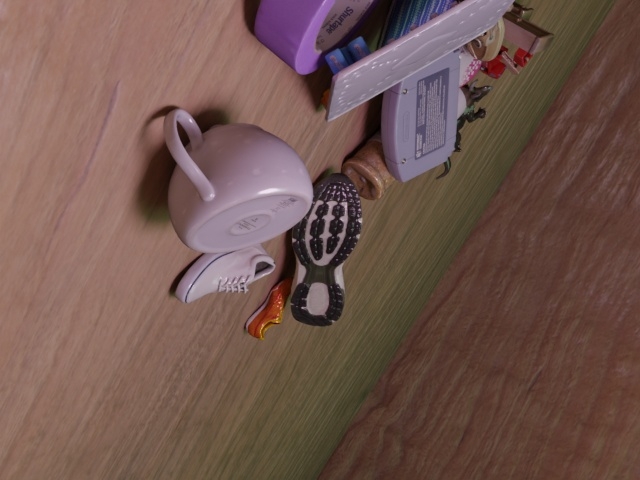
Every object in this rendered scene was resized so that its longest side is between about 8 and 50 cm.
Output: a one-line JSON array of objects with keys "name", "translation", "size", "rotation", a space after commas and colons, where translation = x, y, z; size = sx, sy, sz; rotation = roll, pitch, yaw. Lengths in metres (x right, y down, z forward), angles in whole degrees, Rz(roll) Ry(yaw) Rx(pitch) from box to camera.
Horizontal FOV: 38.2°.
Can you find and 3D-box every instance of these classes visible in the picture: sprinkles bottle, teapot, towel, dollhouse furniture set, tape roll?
[{"name": "sprinkles bottle", "translation": [0.203, -0.248, 2.210], "size": [0.355, 0.121, 0.121], "rotation": [-45, 160, -25]}, {"name": "teapot", "translation": [-0.146, -0.107, 1.498], "size": [0.252, 0.187, 0.256], "rotation": [-13, 160, -25]}, {"name": "towel", "translation": [0.238, -0.500, 1.980], "size": [0.336, 0.040, 0.243], "rotation": [-40, 156, -39]}, {"name": "dollhouse furniture set", "translation": [0.560, -0.664, 2.286], "size": [0.303, 0.173, 0.356], "rotation": [-28, 149, -55]}, {"name": "tape roll", "translation": [0.018, -0.396, 1.445], "size": [0.275, 0.090, 0.275], "rotation": [-48, 172, -9]}]

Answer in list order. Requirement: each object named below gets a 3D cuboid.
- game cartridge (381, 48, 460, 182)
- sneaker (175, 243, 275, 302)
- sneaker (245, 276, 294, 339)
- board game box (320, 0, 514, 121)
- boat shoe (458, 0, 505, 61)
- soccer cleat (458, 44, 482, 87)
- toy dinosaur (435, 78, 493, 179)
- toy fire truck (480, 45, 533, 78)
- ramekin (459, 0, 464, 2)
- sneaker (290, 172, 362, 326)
[{"name": "game cartridge", "translation": [0.221, -0.284, 2.043], "size": [0.198, 0.062, 0.297], "rotation": [-24, 132, -26]}, {"name": "sneaker", "translation": [-0.181, 0.066, 1.843], "size": [0.258, 0.091, 0.094], "rotation": [-33, 152, -49]}, {"name": "sneaker", "translation": [-0.109, 0.166, 2.250], "size": [0.175, 0.067, 0.064], "rotation": [-55, 161, -5]}, {"name": "board game box", "translation": [0.174, -0.360, 1.659], "size": [0.390, 0.050, 0.390], "rotation": [-30, 178, -3]}, {"name": "boat shoe", "translation": [0.342, -0.504, 2.039], "size": [0.089, 0.104, 0.285], "rotation": [-39, 143, -20]}, {"name": "soccer cleat", "translation": [0.281, -0.403, 2.141], "size": [0.331, 0.116, 0.143], "rotation": [-49, 156, -22]}, {"name": "toy dinosaur", "translation": [0.360, -0.320, 2.541], "size": [0.160, 0.121, 0.313], "rotation": [-3, 131, -53]}, {"name": "toy fire truck", "translation": [0.504, -0.491, 2.512], "size": [0.047, 0.135, 0.192], "rotation": [-51, 161, -12]}, {"name": "ramekin", "translation": [0.292, -0.613, 1.734], "size": [0.303, 0.148, 0.303], "rotation": [-47, 160, -22]}, {"name": "sneaker", "translation": [0.000, 0.000, 2.192], "size": [0.182, 0.158, 0.410], "rotation": [-93, -168, -55]}]
